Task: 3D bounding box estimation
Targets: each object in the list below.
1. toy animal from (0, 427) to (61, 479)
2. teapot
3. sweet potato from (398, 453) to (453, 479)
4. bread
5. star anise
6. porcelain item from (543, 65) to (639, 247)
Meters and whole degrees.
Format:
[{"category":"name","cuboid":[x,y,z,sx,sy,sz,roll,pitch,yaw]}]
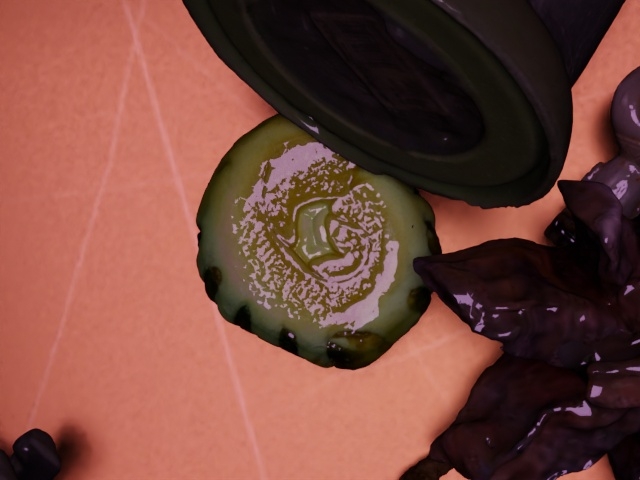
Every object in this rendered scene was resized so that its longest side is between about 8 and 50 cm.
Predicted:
[{"category":"toy animal","cuboid":[-0.300,0.063,0.737,0.343,0.106,0.168,35,96,11]},{"category":"teapot","cuboid":[0.085,-0.209,0.676,0.200,0.270,0.337,45,70,-35]},{"category":"sweet potato","cuboid":[0.034,0.183,0.740,0.041,0.038,0.153,22,79,-17]},{"category":"bread","cuboid":[0.000,0.000,0.735,0.139,0.071,0.130,34,83,12]},{"category":"star anise","cuboid":[0.160,0.070,0.691,0.220,0.099,0.214,-20,104,-3]},{"category":"porcelain item","cuboid":[0.203,-0.073,0.735,0.084,0.054,0.213,41,94,5]}]
